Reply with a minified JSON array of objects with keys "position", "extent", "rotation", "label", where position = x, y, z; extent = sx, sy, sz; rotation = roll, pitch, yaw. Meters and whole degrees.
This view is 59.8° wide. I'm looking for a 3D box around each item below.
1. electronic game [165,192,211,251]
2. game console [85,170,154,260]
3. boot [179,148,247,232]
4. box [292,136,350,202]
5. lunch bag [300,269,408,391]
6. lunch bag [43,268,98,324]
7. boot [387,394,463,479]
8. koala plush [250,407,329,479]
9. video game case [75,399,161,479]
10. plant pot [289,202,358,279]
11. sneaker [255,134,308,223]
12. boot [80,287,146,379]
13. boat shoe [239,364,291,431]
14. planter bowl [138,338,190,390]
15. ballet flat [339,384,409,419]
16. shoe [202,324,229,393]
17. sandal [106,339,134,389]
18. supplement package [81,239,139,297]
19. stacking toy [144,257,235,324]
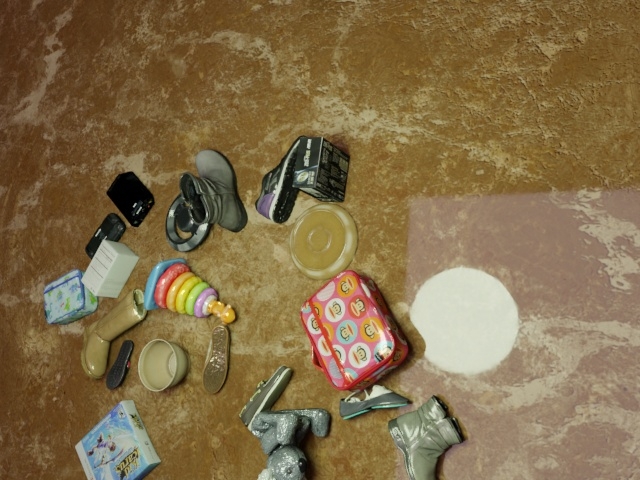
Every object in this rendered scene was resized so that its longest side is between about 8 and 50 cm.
[{"position":[-0.457,-0.072,1.920],"extent":[0.229,0.048,0.230],"rotation":[-11,71,34],"label":"electronic game"},{"position":[-0.779,-0.078,2.105],"extent":[0.213,0.044,0.361],"rotation":[44,102,30],"label":"game console"},{"position":[-0.368,-0.187,1.793],"extent":[0.118,0.222,0.338],"rotation":[-39,65,18],"label":"boot"},{"position":[0.005,-0.202,1.614],"extent":[0.077,0.180,0.148],"rotation":[4,83,29],"label":"box"},{"position":[0.073,0.255,1.516],"extent":[0.258,0.120,0.293],"rotation":[-40,55,18],"label":"lunch bag"},{"position":[-0.956,0.215,2.120],"extent":[0.218,0.090,0.176],"rotation":[-23,67,22],"label":"lunch bag"},{"position":[0.285,0.525,1.380],"extent":[0.161,0.083,0.247],"rotation":[-31,68,14],"label":"boot"},{"position":[-0.095,0.582,1.525],"extent":[0.203,0.196,0.222],"rotation":[-14,74,38],"label":"koala plush"},{"position":[-0.694,0.726,1.890],"extent":[0.269,0.061,0.244],"rotation":[-44,64,14],"label":"video game case"},{"position":[0.000,0.000,1.664],"extent":[0.236,0.032,0.237],"rotation":[-5,79,28],"label":"plant pot"},{"position":[-0.126,-0.205,1.735],"extent":[0.124,0.107,0.284],"rotation":[26,94,36],"label":"sneaker"},{"position":[-0.722,0.326,1.953],"extent":[0.269,0.089,0.236],"rotation":[-34,56,19],"label":"boot"},{"position":[-0.166,0.454,1.638],"extent":[0.068,0.081,0.228],"rotation":[36,101,25],"label":"boat shoe"},{"position":[-0.495,0.406,1.814],"extent":[0.162,0.109,0.162],"rotation":[-6,77,28],"label":"planter bowl"},{"position":[0.136,0.426,1.486],"extent":[0.203,0.074,0.074],"rotation":[-22,70,26],"label":"ballet flat"},{"position":[-0.324,0.374,1.763],"extent":[0.076,0.058,0.219],"rotation":[11,90,-1],"label":"shoe"},{"position":[-0.699,0.442,1.966],"extent":[0.067,0.040,0.179],"rotation":[11,71,25],"label":"sandal"},{"position":[-0.765,0.104,2.024],"extent":[0.105,0.105,0.179],"rotation":[35,97,30],"label":"supplement package"},{"position":[-0.397,0.187,1.793],"extent":[0.301,0.165,0.175],"rotation":[22,101,19],"label":"stacking toy"}]
